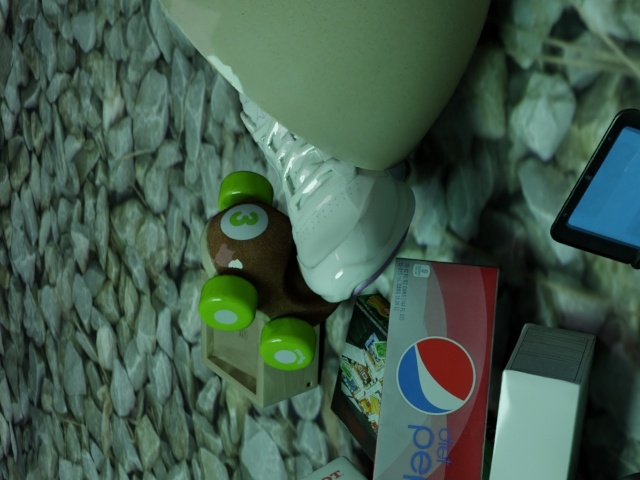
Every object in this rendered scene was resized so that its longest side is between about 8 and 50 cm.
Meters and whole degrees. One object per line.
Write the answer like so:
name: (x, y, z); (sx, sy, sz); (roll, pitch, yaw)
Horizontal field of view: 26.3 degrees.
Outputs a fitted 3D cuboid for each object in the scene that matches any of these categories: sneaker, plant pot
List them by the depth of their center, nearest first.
plant pot: (0.026, -0.221, 1.037); (0.191, 0.284, 0.284); (-43, 57, 24)
sneaker: (-0.011, -0.066, 1.112); (0.114, 0.152, 0.305); (-45, 28, 24)

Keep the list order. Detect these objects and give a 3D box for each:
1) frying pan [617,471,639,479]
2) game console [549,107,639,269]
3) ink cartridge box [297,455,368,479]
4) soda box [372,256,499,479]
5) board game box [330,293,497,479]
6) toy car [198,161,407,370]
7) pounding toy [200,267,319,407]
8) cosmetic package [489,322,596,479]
frying pan: (0.168, 0.294, 0.898); (0.197, 0.053, 0.326); (99, -165, -62)
game console: (0.226, -0.011, 0.903); (0.107, 0.071, 0.122); (59, 142, 34)
ink cartridge box: (0.019, 0.308, 1.224); (0.208, 0.153, 0.087); (39, 149, 48)
soda box: (0.085, 0.151, 1.056); (0.092, 0.083, 0.263); (81, -165, -76)
board game box: (0.094, 0.173, 1.206); (0.260, 0.030, 0.136); (48, 133, 44)
toy car: (0.000, 0.000, 1.225); (0.188, 0.149, 0.155); (-29, 38, 35)
pounding toy: (-0.059, 0.070, 1.389); (0.141, 0.100, 0.130); (30, 127, 45)
cosmetic package: (0.157, 0.192, 1.026); (0.060, 0.099, 0.239); (10, 109, 17)
